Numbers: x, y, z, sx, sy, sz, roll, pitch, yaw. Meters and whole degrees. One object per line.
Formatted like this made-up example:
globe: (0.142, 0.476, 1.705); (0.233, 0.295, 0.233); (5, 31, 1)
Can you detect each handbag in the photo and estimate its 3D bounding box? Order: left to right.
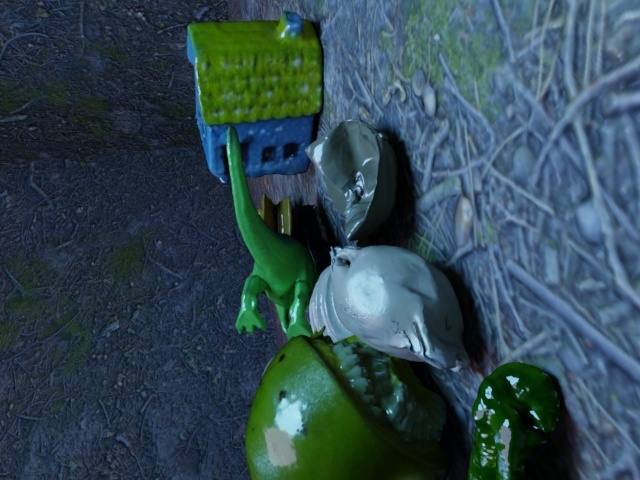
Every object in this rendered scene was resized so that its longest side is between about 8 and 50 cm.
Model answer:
handbag: (-0.135, 0.028, 1.247); (0.401, 0.132, 0.283); (121, 150, -81)

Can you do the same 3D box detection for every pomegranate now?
pomegranate: (0.044, 0.253, 0.492); (0.340, 0.260, 0.261); (-135, 37, -60)

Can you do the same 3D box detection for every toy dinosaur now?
toy dinosaur: (-0.059, -0.004, 0.834); (0.374, 0.143, 0.500); (-69, -23, -64)

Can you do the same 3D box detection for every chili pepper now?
chili pepper: (0.157, 0.228, 0.336); (0.100, 0.074, 0.257); (-170, 72, -76)

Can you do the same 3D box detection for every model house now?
model house: (-0.127, -0.298, 0.815); (0.303, 0.237, 0.216); (105, 150, -57)

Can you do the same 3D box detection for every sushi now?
sushi: (0.000, 0.000, 0.875); (0.215, 0.050, 0.192); (-109, 1, -46)

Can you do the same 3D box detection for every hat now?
hat: (0.070, -0.055, 0.562); (0.173, 0.144, 0.166); (27, -145, -49)

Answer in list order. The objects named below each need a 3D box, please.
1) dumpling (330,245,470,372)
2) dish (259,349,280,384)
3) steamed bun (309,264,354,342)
dumpling: (0.086, 0.073, 0.449); (0.136, 0.118, 0.199); (40, -172, -41)
dish: (-0.031, 0.272, 0.900); (0.213, 0.213, 0.091); (104, 160, -59)
steamed bun: (0.040, 0.125, 0.684); (0.183, 0.106, 0.183); (169, 90, -77)
